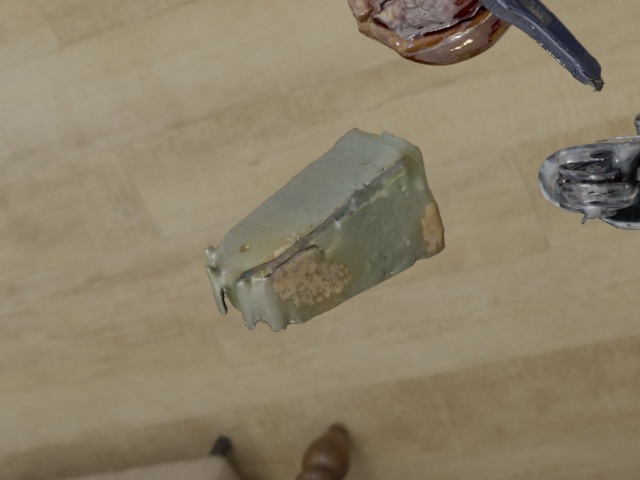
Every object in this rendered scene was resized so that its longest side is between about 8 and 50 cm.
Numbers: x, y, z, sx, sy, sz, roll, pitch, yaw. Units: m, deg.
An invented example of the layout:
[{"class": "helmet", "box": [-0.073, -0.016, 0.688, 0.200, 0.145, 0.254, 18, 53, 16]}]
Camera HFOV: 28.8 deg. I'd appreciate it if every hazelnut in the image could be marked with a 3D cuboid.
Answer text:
[{"class": "hazelnut", "box": [0.116, -0.269, 1.258, 0.202, 0.160, 0.170, 41, 112, 42]}]

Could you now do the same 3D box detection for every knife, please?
[{"class": "knife", "box": [0.161, -0.151, 0.898, 0.121, 0.031, 0.018, 42, 146, 0]}]

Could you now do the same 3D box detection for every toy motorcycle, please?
[{"class": "toy motorcycle", "box": [0.276, -0.048, 0.804, 0.263, 0.157, 0.091, 1, 110, 17]}]

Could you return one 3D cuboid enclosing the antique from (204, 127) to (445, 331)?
[{"class": "antique", "box": [0.000, 0.000, 1.448, 0.125, 0.284, 0.150, 25, 140, 47]}]
